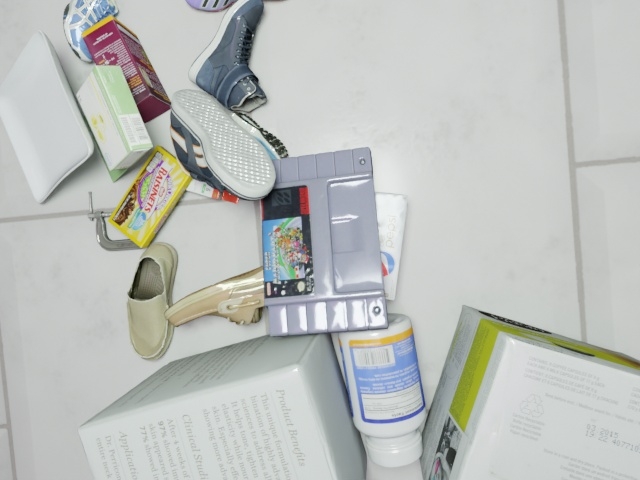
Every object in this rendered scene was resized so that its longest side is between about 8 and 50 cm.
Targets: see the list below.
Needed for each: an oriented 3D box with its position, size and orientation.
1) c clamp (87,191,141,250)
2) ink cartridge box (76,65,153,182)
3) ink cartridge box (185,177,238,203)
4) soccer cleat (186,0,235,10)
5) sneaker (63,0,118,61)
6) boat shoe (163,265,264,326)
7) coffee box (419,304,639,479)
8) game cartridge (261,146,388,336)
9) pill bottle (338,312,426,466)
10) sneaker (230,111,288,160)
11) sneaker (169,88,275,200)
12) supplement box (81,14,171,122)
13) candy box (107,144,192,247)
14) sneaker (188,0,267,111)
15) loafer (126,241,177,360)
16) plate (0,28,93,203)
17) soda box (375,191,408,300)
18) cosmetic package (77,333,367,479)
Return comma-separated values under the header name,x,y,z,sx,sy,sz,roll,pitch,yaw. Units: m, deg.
name,x,y,z,sx,sy,sz,roll,pitch,yaw
c clamp,-0.461,-0.043,1.015,0.160,0.022,0.137,1,92,7
ink cartridge box,-0.446,-0.227,0.919,0.235,0.056,0.171,-19,95,43
ink cartridge box,-0.233,-0.125,0.981,0.115,0.029,0.063,17,93,6
soccer cleat,-0.175,-0.541,0.926,0.248,0.095,0.083,-1,92,6
sneaker,-0.500,-0.501,0.973,0.081,0.080,0.211,10,94,9
boat shoe,-0.164,0.128,0.937,0.341,0.121,0.110,-21,89,6
coffee box,0.392,0.338,0.773,0.337,0.334,0.338,17,92,7
game cartridge,0.000,0.000,0.856,0.230,0.068,0.355,-5,75,4
pill bottle,0.130,0.296,0.895,0.152,0.152,0.272,-10,92,7
sneaker,-0.139,-0.205,0.962,0.162,0.063,0.073,41,115,7
sneaker,-0.203,-0.168,0.899,0.321,0.126,0.127,51,139,28
supplement box,-0.414,-0.363,0.956,0.080,0.104,0.188,-27,89,8
candy box,-0.372,-0.096,0.975,0.105,0.027,0.206,36,96,6
sneaker,-0.152,-0.380,0.928,0.163,0.086,0.226,42,104,13
loafer,-0.381,0.138,0.977,0.102,0.092,0.269,5,93,6
plate,-0.599,-0.257,0.968,0.278,0.045,0.277,-24,89,34
soda box,0.132,0.011,0.925,0.073,0.069,0.216,7,92,7
cosmetic package,-0.144,0.387,0.842,0.393,0.327,0.329,-17,91,8
